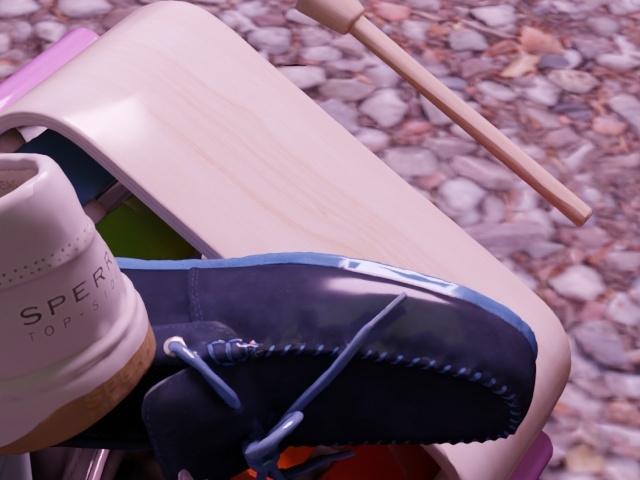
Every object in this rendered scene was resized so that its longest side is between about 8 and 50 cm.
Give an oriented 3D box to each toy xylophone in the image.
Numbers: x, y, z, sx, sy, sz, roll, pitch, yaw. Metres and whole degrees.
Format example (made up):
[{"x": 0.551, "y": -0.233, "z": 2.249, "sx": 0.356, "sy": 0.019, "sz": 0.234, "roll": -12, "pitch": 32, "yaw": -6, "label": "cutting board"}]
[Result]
[{"x": 0.000, "y": 0.000, "z": 0.793, "sx": 0.322, "sy": 0.081, "sz": 0.236, "roll": 47, "pitch": 46, "yaw": 7, "label": "toy xylophone"}]

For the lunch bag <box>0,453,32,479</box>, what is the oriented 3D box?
[{"x": -0.166, "y": 0.173, "z": 0.547, "sx": 0.160, "sy": 0.223, "sz": 0.262, "roll": 7, "pitch": 38, "yaw": 20, "label": "lunch bag"}]

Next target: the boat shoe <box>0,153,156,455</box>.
[{"x": -0.181, "y": -0.008, "z": 0.538, "sx": 0.277, "sy": 0.096, "sz": 0.098, "roll": 5, "pitch": 35, "yaw": 25, "label": "boat shoe"}]

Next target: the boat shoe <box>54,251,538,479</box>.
[{"x": -0.046, "y": 0.065, "z": 0.654, "sx": 0.258, "sy": 0.109, "sz": 0.089, "roll": -1, "pitch": 49, "yaw": 17, "label": "boat shoe"}]

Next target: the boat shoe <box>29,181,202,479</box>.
[{"x": -0.123, "y": 0.053, "z": 0.824, "sx": 0.112, "sy": 0.095, "sz": 0.335, "roll": -20, "pitch": 25, "yaw": 29, "label": "boat shoe"}]

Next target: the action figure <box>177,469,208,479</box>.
[{"x": 0.008, "y": 0.184, "z": 0.606, "sx": 0.276, "sy": 0.141, "sz": 0.164, "roll": 15, "pitch": 44, "yaw": -26, "label": "action figure"}]
